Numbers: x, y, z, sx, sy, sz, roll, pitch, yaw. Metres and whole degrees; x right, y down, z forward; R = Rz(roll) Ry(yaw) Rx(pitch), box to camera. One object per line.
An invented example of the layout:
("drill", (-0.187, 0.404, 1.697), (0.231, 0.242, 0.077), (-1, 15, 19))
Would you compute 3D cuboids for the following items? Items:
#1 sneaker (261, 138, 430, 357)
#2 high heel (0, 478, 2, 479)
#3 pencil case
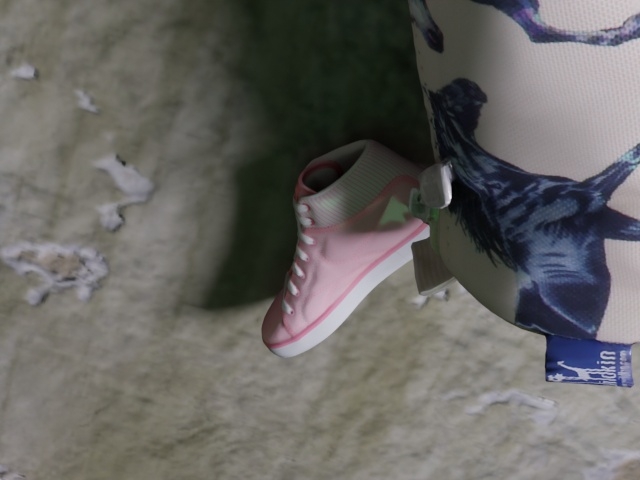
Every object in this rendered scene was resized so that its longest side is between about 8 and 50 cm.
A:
("sneaker", (0.000, 0.000, 0.683), (0.070, 0.051, 0.134), (36, 120, -21))
("high heel", (-0.268, 0.227, 0.859), (0.186, 0.093, 0.261), (-15, 136, 8))
("pencil case", (0.090, -0.139, 0.489), (0.183, 0.160, 0.410), (-17, 128, 0))
